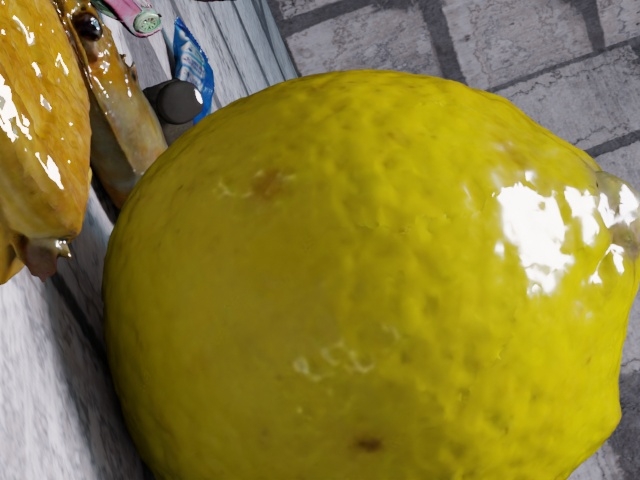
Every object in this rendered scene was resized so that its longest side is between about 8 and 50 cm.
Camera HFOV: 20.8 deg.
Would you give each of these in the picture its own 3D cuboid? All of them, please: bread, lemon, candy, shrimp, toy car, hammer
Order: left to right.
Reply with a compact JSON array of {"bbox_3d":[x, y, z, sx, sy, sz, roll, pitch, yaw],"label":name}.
[{"bbox_3d":[-0.193,-0.101,0.802,0.210,0.099,0.235,-105,168,-60],"label":"bread"},{"bbox_3d":[-0.189,-0.229,1.547,0.142,0.055,0.069,47,14,-53],"label":"toy car"},{"bbox_3d":[-0.162,-0.113,1.346,0.287,0.063,0.152,70,2,-47],"label":"shrimp"},{"bbox_3d":[-0.142,-0.177,1.970,0.088,0.038,0.136,59,22,-53],"label":"candy"},{"bbox_3d":[-0.078,0.075,1.521,0.168,0.044,0.440,-175,-112,-76],"label":"hammer"},{"bbox_3d":[0.037,0.047,1.177,0.350,0.387,0.350,41,33,-36],"label":"lemon"}]
